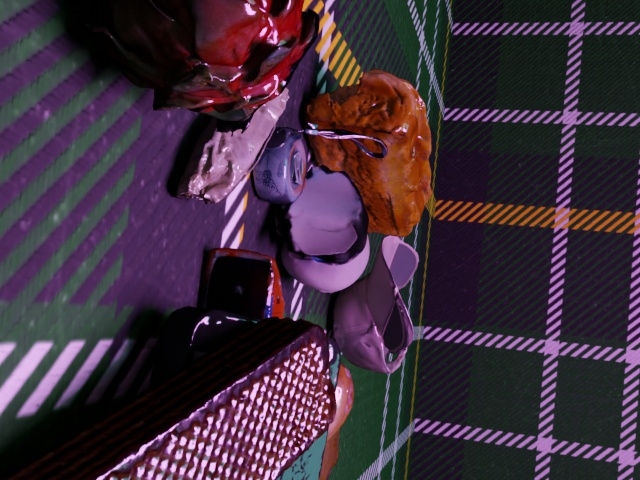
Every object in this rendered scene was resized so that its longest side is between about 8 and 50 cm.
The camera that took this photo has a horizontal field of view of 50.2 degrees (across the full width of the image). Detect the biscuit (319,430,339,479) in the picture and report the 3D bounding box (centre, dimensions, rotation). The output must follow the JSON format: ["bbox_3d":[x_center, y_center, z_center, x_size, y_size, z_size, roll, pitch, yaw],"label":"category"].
[{"bbox_3d":[0.007,0.383,1.339,0.232,0.013,0.237,-41,134,-68],"label":"biscuit"}]

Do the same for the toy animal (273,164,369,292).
[{"bbox_3d":[0.000,0.000,1.009,0.166,0.138,0.179,-52,157,-29],"label":"toy animal"}]

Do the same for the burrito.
[{"bbox_3d":[-0.094,-0.116,0.750,0.063,0.058,0.229,47,39,-24],"label":"burrito"}]

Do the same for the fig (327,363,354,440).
[{"bbox_3d":[-0.062,0.242,0.872,0.257,0.159,0.159,-62,157,-17],"label":"fig"}]

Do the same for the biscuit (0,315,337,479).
[{"bbox_3d":[-0.118,0.175,0.514,0.388,0.073,0.107,-27,113,-50],"label":"biscuit"}]

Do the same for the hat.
[{"bbox_3d":[0.107,0.122,1.311,0.232,0.161,0.275,-82,179,-52],"label":"hat"}]

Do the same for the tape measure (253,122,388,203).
[{"bbox_3d":[0.003,-0.098,0.912,0.104,0.180,0.107,133,-39,-89],"label":"tape measure"}]

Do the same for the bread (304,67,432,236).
[{"bbox_3d":[0.094,-0.147,1.173,0.344,0.195,0.148,74,32,-58],"label":"bread"}]

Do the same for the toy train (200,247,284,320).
[{"bbox_3d":[-0.100,0.215,0.777,0.089,0.086,0.409,17,78,-75],"label":"toy train"}]

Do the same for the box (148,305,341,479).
[{"bbox_3d":[-0.091,0.251,0.670,0.211,0.058,0.350,19,77,-43],"label":"box"}]

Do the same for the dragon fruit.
[{"bbox_3d":[-0.093,-0.184,0.537,0.188,0.182,0.182,1,93,-76],"label":"dragon fruit"}]
